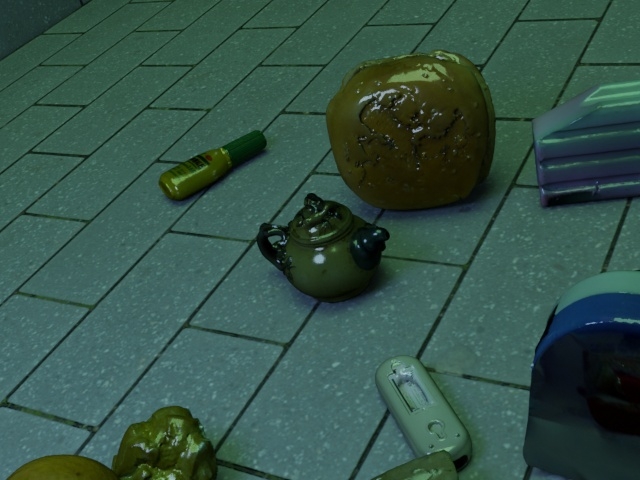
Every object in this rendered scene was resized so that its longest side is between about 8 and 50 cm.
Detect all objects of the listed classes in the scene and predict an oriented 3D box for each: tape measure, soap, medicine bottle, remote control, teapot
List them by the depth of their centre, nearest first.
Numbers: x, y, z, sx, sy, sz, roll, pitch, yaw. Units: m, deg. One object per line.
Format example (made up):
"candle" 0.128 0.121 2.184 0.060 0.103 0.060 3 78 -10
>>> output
"tape measure" 0.385 0.165 1.040 0.259 0.262 0.138 4 29 26
"remote control" 0.141 0.237 1.210 0.078 0.042 0.221 -21 34 -8
"teapot" 0.000 0.000 1.482 0.269 0.183 0.173 6 41 30
"soap" 0.539 -0.178 1.502 0.323 0.193 0.109 -5 36 15
"medicine bottle" -0.237 -0.173 1.931 0.260 0.064 0.095 -31 37 -22

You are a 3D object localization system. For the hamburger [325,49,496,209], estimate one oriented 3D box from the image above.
"hamburger" 0.174 -0.201 1.607 0.304 0.284 0.174 -7 22 21

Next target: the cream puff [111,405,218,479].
"cream puff" -0.222 0.308 1.190 0.156 0.121 0.156 -9 41 8

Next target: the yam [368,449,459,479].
"yam" 0.001 0.361 1.061 0.371 0.083 0.083 -22 34 -7

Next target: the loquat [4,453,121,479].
"loquat" -0.323 0.374 1.071 0.208 0.208 0.208 -11 34 8
